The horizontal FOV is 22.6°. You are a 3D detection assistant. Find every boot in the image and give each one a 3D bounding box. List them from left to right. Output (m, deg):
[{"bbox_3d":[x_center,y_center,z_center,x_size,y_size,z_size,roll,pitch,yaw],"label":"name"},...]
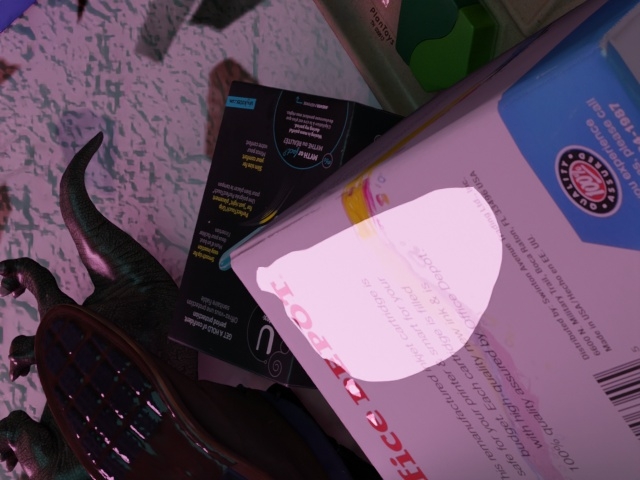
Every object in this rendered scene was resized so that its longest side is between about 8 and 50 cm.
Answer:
[{"bbox_3d":[-0.070,0.115,0.932,0.219,0.106,0.082,43,111,23],"label":"boot"}]

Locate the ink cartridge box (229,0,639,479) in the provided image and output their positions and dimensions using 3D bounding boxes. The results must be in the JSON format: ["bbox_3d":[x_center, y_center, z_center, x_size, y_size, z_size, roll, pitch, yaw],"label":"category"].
[{"bbox_3d":[0.137,0.000,0.751,0.198,0.197,0.270,55,140,-6],"label":"ink cartridge box"}]

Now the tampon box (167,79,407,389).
[{"bbox_3d":[0.000,0.000,0.938,0.120,0.101,0.161,17,94,49],"label":"tampon box"}]

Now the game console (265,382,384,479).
[{"bbox_3d":[-0.016,0.170,0.999,0.122,0.071,0.107,-56,38,9],"label":"game console"}]

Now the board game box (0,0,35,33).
[{"bbox_3d":[-0.227,-0.256,0.946,0.233,0.347,0.078,-38,71,16],"label":"board game box"}]

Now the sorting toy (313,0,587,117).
[{"bbox_3d":[0.097,-0.140,0.913,0.307,0.041,0.229,59,136,17],"label":"sorting toy"}]

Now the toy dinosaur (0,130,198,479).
[{"bbox_3d":[-0.137,0.095,1.018,0.160,0.121,0.314,8,76,18],"label":"toy dinosaur"}]
